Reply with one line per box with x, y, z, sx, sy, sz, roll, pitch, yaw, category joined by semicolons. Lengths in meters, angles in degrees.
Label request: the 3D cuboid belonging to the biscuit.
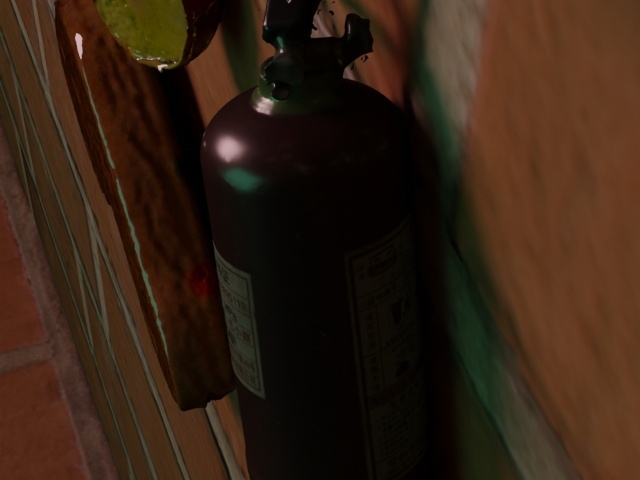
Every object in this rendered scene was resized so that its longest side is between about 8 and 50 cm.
-0.110;-0.026;0.895;0.262;0.052;0.277;135;118;-79;biscuit

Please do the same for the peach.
-0.074;-0.126;0.647;0.077;0.050;0.083;25;143;41;peach

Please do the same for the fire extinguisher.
0.000;0.000;0.490;0.099;0.071;0.231;-76;-18;-59;fire extinguisher
